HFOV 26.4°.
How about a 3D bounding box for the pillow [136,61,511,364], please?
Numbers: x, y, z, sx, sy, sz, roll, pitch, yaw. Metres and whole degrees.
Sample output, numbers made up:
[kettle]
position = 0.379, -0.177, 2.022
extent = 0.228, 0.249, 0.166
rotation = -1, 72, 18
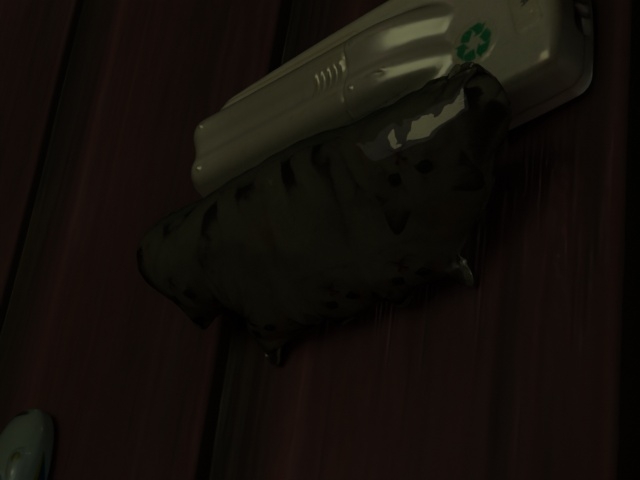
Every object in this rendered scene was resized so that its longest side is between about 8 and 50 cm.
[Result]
[pillow]
position = 0.001, 0.000, 0.637
extent = 0.241, 0.051, 0.093
rotation = -24, 88, 39

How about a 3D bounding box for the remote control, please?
[remote control]
position = 0.027, -0.074, 0.667
extent = 0.230, 0.049, 0.090
rotation = -24, 52, 37

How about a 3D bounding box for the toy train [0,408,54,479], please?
[toy train]
position = -0.199, 0.198, 0.750
extent = 0.052, 0.051, 0.234
rotation = -13, 57, 40
